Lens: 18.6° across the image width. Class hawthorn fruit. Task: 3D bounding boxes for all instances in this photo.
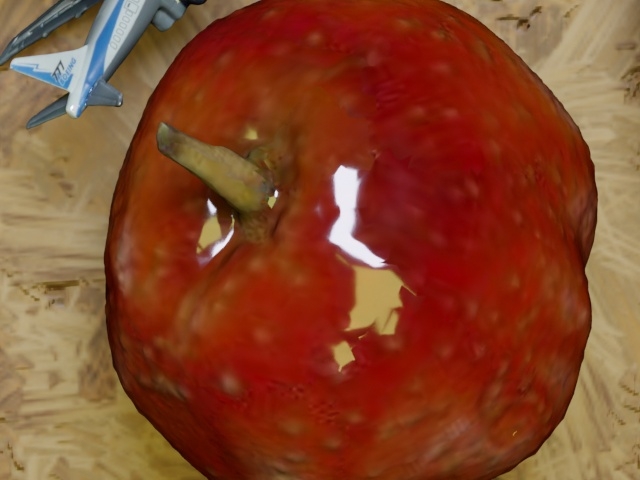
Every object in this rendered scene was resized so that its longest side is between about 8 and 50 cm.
[{"bbox_3d":[0.000,0.000,1.029,0.287,0.287,0.330,-47,150,4],"label":"hawthorn fruit"}]

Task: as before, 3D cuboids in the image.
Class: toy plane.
[{"bbox_3d":[-0.093,-0.149,1.068,0.058,0.226,0.226,51,52,-26],"label":"toy plane"}]
